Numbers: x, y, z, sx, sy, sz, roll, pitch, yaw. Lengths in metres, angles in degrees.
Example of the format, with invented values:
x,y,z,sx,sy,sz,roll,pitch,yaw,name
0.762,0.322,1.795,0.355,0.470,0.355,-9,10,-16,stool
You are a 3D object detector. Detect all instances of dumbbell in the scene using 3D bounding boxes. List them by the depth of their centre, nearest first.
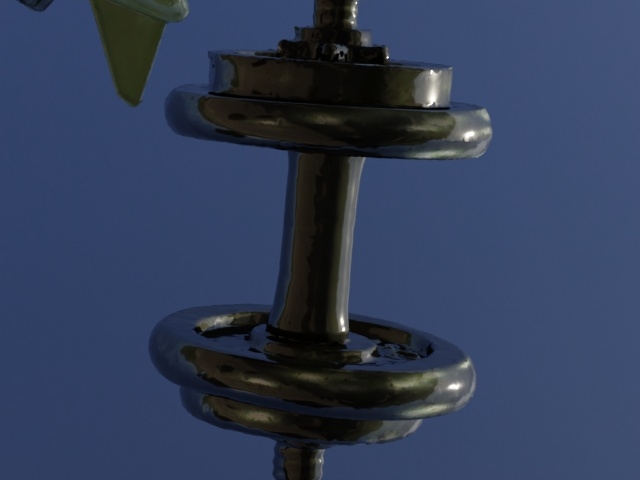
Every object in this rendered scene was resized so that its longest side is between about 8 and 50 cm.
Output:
x,y,z,sx,sy,sz,roll,pitch,yaw,name
0.000,0.000,0.854,0.192,0.192,0.290,5,-83,3,dumbbell

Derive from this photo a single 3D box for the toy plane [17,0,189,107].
x,y,z,sx,sy,sz,roll,pitch,yaw,name
-0.067,-0.079,0.327,0.111,0.040,0.102,37,-86,-27,toy plane
